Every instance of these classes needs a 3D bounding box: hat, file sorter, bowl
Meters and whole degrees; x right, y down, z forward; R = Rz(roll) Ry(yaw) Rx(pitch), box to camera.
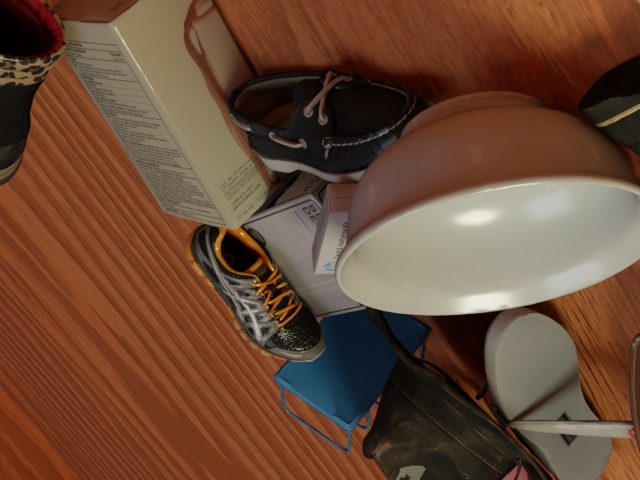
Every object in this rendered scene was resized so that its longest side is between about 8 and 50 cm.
[{"bbox_3d":[0.124,0.221,1.583,0.331,0.134,0.331,45,180,0],"label":"hat"},{"bbox_3d":[0.041,0.164,1.776,0.118,0.170,0.104,33,155,19],"label":"file sorter"},{"bbox_3d":[0.151,-0.044,1.279,0.298,0.298,0.134,117,148,-63],"label":"bowl"}]

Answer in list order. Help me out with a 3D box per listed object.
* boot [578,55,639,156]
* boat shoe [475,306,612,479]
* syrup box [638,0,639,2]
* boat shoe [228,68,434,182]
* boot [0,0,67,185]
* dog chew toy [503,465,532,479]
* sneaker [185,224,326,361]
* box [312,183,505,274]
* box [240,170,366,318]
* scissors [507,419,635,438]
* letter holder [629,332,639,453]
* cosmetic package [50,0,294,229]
[{"bbox_3d":[0.314,-0.093,1.134,0.137,0.077,0.198,44,167,-13],"label":"boot"},{"bbox_3d":[0.237,0.165,1.579,0.105,0.113,0.306,35,170,45],"label":"boat shoe"},{"bbox_3d":[0.285,-0.239,0.911,0.096,0.093,0.237,48,154,-11],"label":"syrup box"},{"bbox_3d":[0.001,-0.127,1.452,0.091,0.114,0.303,48,153,-25],"label":"boat shoe"},{"bbox_3d":[-0.473,-0.220,1.556,0.377,0.138,0.284,29,145,-13],"label":"boot"},{"bbox_3d":[0.189,0.332,1.806,0.207,0.207,0.331,-9,117,58],"label":"dog chew toy"},{"bbox_3d":[-0.073,0.060,1.676,0.215,0.084,0.083,45,149,-3],"label":"sneaker"},{"bbox_3d":[0.091,-0.012,1.454,0.186,0.038,0.145,0,154,-8],"label":"box"},{"bbox_3d":[0.000,0.000,1.675,0.169,0.087,0.290,49,153,-14],"label":"box"},{"bbox_3d":[0.345,0.202,1.444,0.297,0.021,0.109,-14,129,30],"label":"scissors"},{"bbox_3d":[0.397,0.236,1.337,0.215,0.152,0.301,2,137,23],"label":"letter holder"},{"bbox_3d":[-0.165,-0.169,1.601,0.153,0.129,0.296,16,144,46],"label":"cosmetic package"}]
